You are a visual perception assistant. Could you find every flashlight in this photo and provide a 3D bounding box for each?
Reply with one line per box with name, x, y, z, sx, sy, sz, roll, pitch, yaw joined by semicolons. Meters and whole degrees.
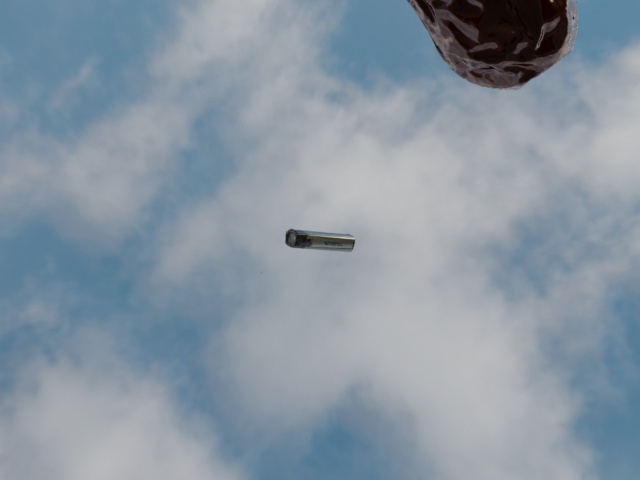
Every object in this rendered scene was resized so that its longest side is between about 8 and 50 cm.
flashlight;0.000;0.000;0.979;0.083;0.018;0.018;5;-76;-43

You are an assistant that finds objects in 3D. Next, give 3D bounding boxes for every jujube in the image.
jujube;0.182;-0.291;1.058;0.174;0.174;0.250;-36;-82;-4
